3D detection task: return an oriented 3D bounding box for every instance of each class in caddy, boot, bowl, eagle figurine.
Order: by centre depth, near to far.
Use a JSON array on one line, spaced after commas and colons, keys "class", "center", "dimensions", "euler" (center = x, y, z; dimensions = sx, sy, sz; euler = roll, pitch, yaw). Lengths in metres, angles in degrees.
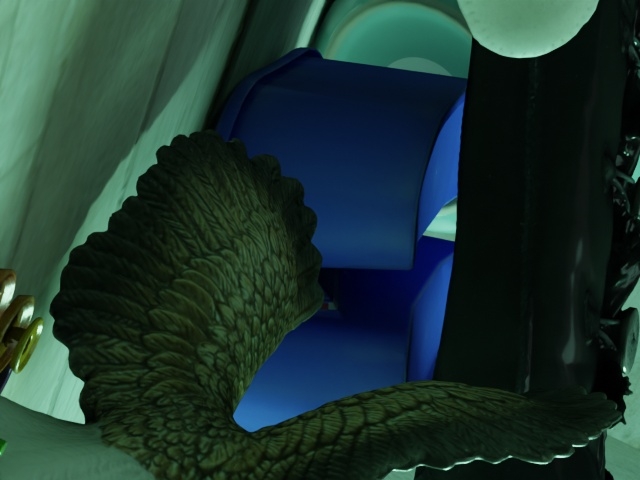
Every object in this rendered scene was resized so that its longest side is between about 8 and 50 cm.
[{"class": "eagle figurine", "center": [-0.036, 0.087, 0.744], "dimensions": [0.298, 0.226, 0.225], "euler": [-44, -158, -21]}, {"class": "boot", "center": [0.134, 0.041, 1.024], "dimensions": [0.367, 0.146, 0.445], "euler": [79, 14, -76]}, {"class": "caddy", "center": [0.000, 0.000, 1.087], "dimensions": [0.341, 0.179, 0.241], "euler": [-46, 140, -70]}, {"class": "bowl", "center": [0.115, -0.130, 1.313], "dimensions": [0.163, 0.311, 0.311], "euler": [-29, 149, -51]}]

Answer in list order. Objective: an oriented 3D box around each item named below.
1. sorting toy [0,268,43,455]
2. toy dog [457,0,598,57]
[{"class": "sorting toy", "center": [-0.114, 0.042, 0.537], "dimensions": [0.102, 0.042, 0.061], "euler": [111, 5, -66]}, {"class": "toy dog", "center": [0.119, -0.107, 0.457], "dimensions": [0.220, 0.333, 0.161], "euler": [80, 3, -86]}]
